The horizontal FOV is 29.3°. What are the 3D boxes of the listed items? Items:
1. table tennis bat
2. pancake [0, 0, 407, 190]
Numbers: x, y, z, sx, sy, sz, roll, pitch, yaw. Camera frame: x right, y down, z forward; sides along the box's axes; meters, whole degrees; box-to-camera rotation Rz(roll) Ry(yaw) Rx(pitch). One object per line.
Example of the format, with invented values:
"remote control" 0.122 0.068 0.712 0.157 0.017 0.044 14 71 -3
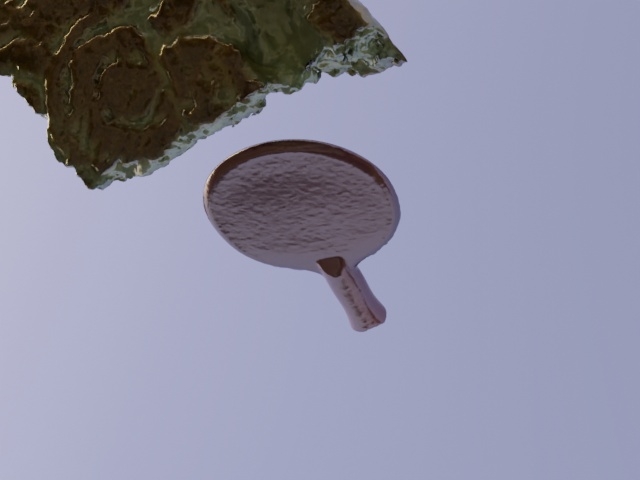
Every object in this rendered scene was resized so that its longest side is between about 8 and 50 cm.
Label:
"table tennis bat" 0.000 0.000 0.632 0.098 0.155 0.019 -11 -130 18
"pancake" -0.127 -0.129 0.793 0.376 0.054 0.197 11 -91 22
